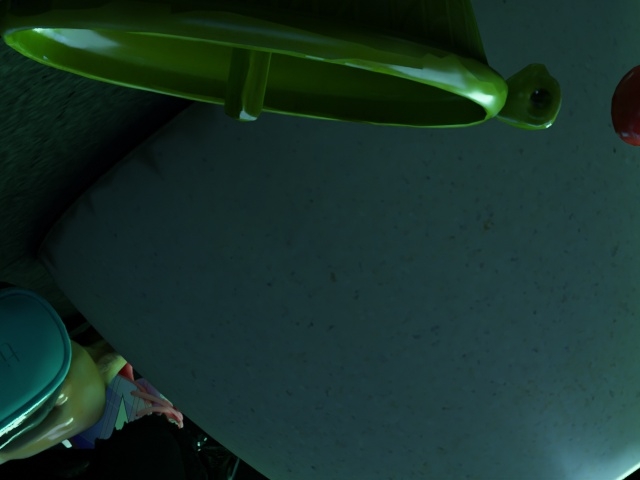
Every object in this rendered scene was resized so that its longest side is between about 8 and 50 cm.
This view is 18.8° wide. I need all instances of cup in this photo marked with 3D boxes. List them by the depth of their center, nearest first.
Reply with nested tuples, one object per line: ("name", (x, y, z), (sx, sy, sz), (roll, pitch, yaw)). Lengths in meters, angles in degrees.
("cup", (0.066, 0.018, 0.949), (0.331, 0.237, 0.331), (-33, 176, -3))

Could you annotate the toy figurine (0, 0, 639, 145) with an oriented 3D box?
("toy figurine", (0.119, -0.121, 0.495), (0.362, 0.217, 0.191), (10, -172, 8))

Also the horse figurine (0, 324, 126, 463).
("horse figurine", (-0.188, 0.101, 1.182), (0.174, 0.066, 0.263), (-25, 178, -2))

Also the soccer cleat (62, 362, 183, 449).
("soccer cleat", (-0.125, 0.151, 1.380), (0.095, 0.083, 0.248), (-48, -139, -3))

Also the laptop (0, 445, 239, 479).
("laptop", (-0.175, 0.273, 1.264), (0.234, 0.136, 0.264), (-3, -141, 16))

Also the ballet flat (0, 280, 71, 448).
("ballet flat", (-0.222, 0.102, 0.820), (0.096, 0.095, 0.280), (-20, -175, 42))

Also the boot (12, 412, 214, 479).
("boot", (-0.164, 0.179, 1.138), (0.207, 0.094, 0.246), (-16, -173, 4))
